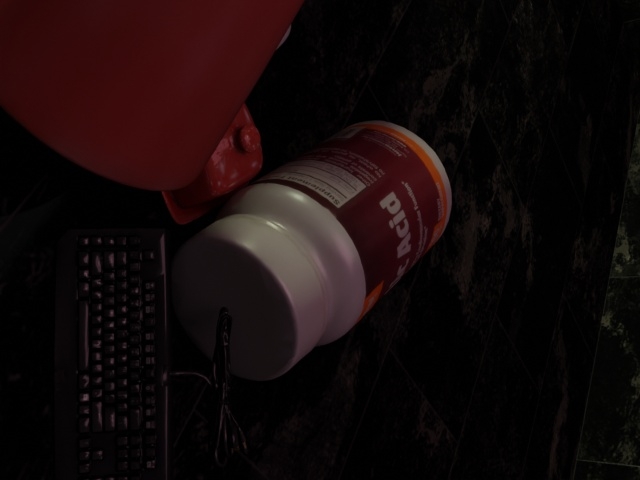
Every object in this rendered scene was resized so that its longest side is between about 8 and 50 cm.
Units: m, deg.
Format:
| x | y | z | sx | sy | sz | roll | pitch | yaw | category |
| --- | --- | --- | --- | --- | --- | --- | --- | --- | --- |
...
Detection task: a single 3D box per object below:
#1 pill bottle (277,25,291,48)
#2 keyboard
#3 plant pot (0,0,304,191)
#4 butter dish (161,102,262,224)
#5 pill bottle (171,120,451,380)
| x | y | z | sx | sy | sz | roll | pitch | yaw | category |
| --- | --- | --- | --- | --- | --- | --- | --- | --- | --- |
| -0.153 | -0.333 | 0.865 | 0.264 | 0.146 | 0.146 | 60 | 44 | -30 | pill bottle |
| -0.180 | 0.145 | 0.785 | 0.201 | 0.033 | 0.317 | -1 | 87 | -17 | keyboard |
| -0.153 | -0.224 | 0.685 | 0.275 | 0.243 | 0.275 | 38 | 24 | -20 | plant pot |
| -0.125 | -0.119 | 0.902 | 0.160 | 0.118 | 0.160 | -38 | 116 | -48 | butter dish |
| 0.000 | 0.000 | 0.967 | 0.392 | 0.224 | 0.224 | -38 | 116 | -48 | pill bottle |
